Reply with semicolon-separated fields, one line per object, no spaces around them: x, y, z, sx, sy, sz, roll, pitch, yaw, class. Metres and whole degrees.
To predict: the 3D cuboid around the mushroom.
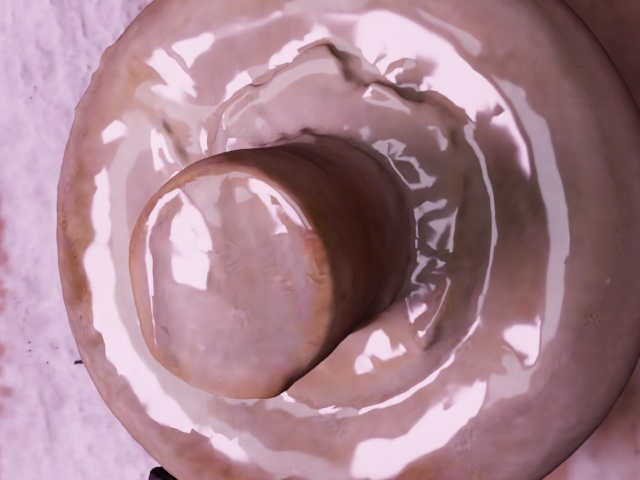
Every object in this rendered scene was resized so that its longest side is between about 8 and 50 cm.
0.000;0.000;0.436;0.207;0.215;0.207;2;95;16;mushroom

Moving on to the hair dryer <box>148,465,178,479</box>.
0.051;0.154;0.517;0.248;0.070;0.114;7;95;12;hair dryer
